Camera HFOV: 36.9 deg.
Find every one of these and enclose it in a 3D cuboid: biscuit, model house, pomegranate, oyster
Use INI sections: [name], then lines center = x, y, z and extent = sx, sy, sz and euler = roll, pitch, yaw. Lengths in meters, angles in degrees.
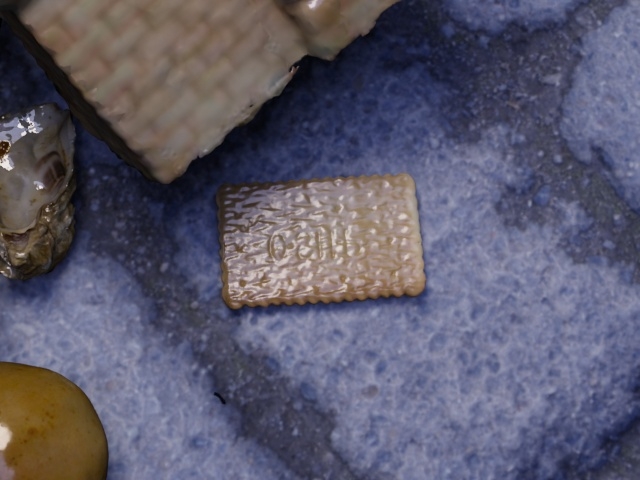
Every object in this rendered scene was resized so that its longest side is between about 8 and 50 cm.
[biscuit]
center = 0.000, 0.000, 1.174
extent = 0.250, 0.030, 0.160
euler = -5, 79, -5
[model house]
center = -0.169, -0.361, 0.987
extent = 0.445, 0.395, 0.400
euler = -43, 127, -5
[pomegranate]
center = -0.339, 0.238, 1.009
extent = 0.233, 0.233, 0.233
euler = 1, 78, -4
[oyster]
center = -0.353, -0.054, 1.139
extent = 0.162, 0.107, 0.232
euler = -16, 62, -2

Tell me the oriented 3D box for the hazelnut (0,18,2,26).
[hazelnut]
center = -0.520, -0.330, 1.053
extent = 0.366, 0.366, 0.365
euler = 1, 78, -4
